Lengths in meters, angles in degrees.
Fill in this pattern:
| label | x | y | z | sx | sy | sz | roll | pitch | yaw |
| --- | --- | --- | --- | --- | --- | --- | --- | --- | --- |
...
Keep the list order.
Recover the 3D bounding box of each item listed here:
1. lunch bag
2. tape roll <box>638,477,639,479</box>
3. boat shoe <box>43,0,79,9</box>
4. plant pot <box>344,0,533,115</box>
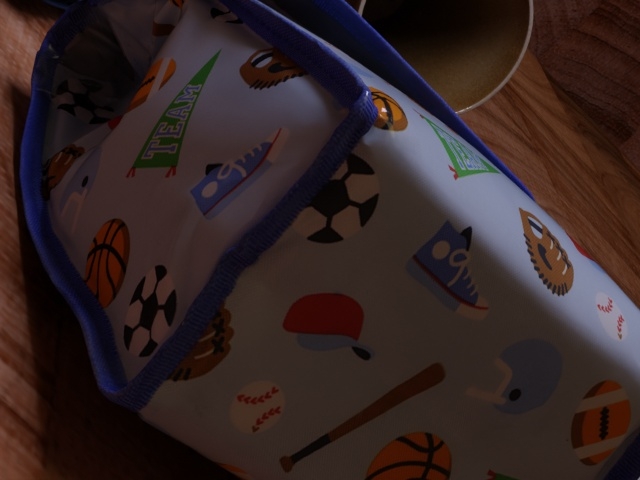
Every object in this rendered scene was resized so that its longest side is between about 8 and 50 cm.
| label | x | y | z | sx | sy | sz | roll | pitch | yaw |
| --- | --- | --- | --- | --- | --- | --- | --- | --- | --- |
| lunch bag | 0.000 | 0.000 | 0.965 | 0.328 | 0.239 | 0.385 | 39 | 3 | -32 |
| tape roll | 0.210 | 0.145 | 1.480 | 0.392 | 0.072 | 0.392 | 46 | 16 | -17 |
| boat shoe | -0.142 | -0.208 | 1.244 | 0.258 | 0.109 | 0.089 | -23 | 90 | -64 |
| plant pot | 0.112 | -0.307 | 2.012 | 0.237 | 0.237 | 0.254 | 41 | 4 | -30 |
